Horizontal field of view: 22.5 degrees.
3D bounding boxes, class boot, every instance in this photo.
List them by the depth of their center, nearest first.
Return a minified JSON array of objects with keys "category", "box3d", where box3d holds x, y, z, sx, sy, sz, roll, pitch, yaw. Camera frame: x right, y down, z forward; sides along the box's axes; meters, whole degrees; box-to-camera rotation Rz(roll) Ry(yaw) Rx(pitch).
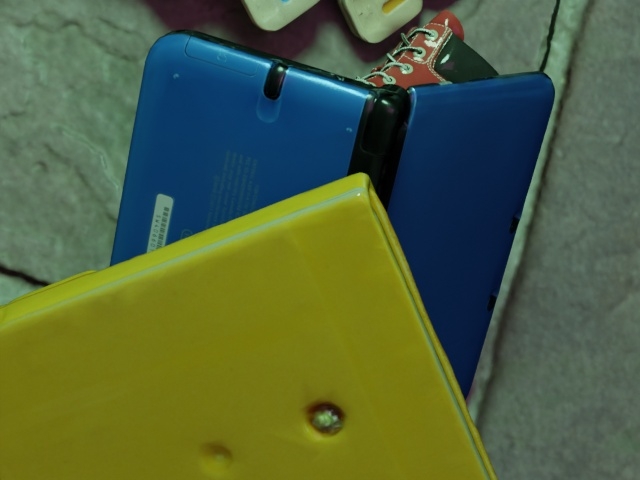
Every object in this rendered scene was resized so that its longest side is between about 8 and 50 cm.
[{"category":"boot","box3d":[0.018,-0.111,1.191,0.244,0.088,0.176,24,80,-23]}]

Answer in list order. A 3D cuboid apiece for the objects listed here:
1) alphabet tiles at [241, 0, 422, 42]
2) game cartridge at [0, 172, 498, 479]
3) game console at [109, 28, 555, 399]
[{"category":"alphabet tiles","box3d":[0.026,-0.293,1.177,0.278,0.021,0.284,-38,122,-16]},{"category":"game cartridge","box3d":[-0.067,0.133,1.073,0.324,0.052,0.285,-19,112,11]},{"category":"game console","box3d":[0.000,0.000,1.142,0.250,0.173,0.293,18,115,11]}]
